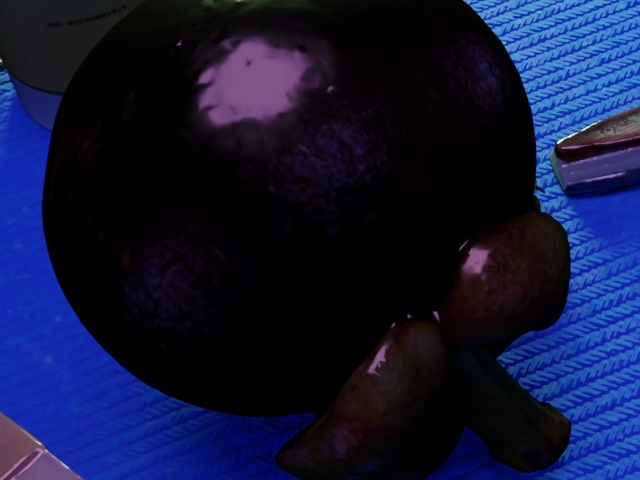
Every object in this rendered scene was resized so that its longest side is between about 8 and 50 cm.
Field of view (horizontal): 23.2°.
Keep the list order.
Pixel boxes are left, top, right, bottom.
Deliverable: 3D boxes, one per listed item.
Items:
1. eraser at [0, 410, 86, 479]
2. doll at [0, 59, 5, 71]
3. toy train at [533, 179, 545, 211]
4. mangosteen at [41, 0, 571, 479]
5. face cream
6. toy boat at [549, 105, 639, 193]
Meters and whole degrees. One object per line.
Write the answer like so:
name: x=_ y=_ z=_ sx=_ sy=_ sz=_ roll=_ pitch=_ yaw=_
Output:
eraser: x=-0.321 y=0.174 z=1.222 sx=0.343 sy=0.078 sz=0.144 roll=30 pitch=60 yaw=33
doll: x=-0.396 y=-0.175 z=1.584 sx=0.150 sy=0.077 sz=0.115 roll=15 pitch=14 yaw=38
toy train: x=0.120 y=-0.096 z=1.388 sx=0.085 sy=0.053 sz=0.249 roll=-23 pitch=46 yaw=-1
mangosteen: x=0.000 y=0.000 z=1.146 sx=0.382 sy=0.382 sz=0.435 roll=-23 pitch=80 yaw=-8
face cream: x=-0.216 y=-0.237 z=1.511 sx=0.218 sy=0.179 sz=0.218 roll=-7 pitch=46 yaw=7
toy boat: x=0.311 y=-0.097 z=1.352 sx=0.229 sy=0.046 sz=0.080 roll=-16 pitch=43 yaw=1
